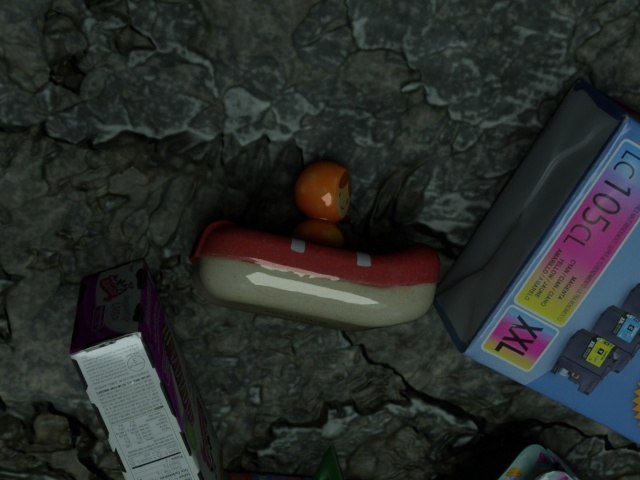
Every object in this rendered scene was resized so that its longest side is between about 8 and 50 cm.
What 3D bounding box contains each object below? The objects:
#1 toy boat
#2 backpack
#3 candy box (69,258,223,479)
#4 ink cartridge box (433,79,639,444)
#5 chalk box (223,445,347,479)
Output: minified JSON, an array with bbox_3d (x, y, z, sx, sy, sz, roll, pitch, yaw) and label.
[{"bbox_3d":[0.000,0.000,1.240,0.231,0.151,0.151,12,82,-12],"label":"toy boat"},{"bbox_3d":[0.224,0.311,1.365,0.188,0.144,0.166,45,81,-18],"label":"backpack"},{"bbox_3d":[-0.158,0.157,1.258,0.071,0.159,0.233,-17,114,2],"label":"candy box"},{"bbox_3d":[0.351,0.060,1.289,0.395,0.151,0.270,27,107,-18],"label":"ink cartridge box"},{"bbox_3d":[-0.024,0.350,1.346,0.179,0.180,0.289,5,111,-10],"label":"chalk box"}]
